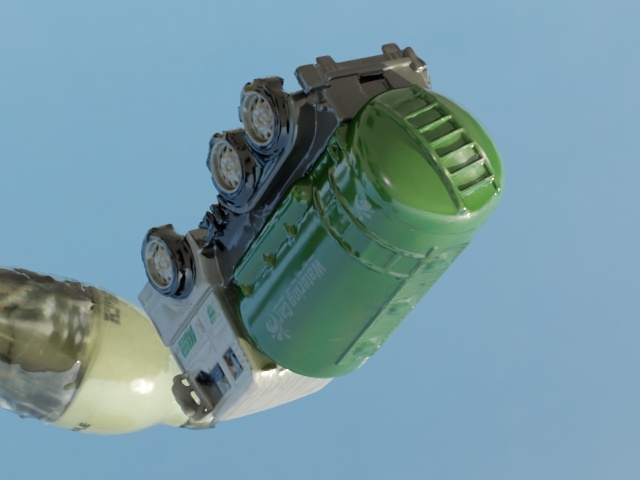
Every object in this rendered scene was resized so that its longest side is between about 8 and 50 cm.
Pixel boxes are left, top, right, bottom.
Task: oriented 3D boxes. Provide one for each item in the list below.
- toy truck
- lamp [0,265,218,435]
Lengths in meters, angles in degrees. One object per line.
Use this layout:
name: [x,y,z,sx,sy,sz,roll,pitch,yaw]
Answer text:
toy truck: [0.000,0.000,0.979,0.101,0.242,0.125,-16,-113,-36]
lamp: [-0.176,0.072,1.271,0.250,0.101,0.101,19,-151,-23]
